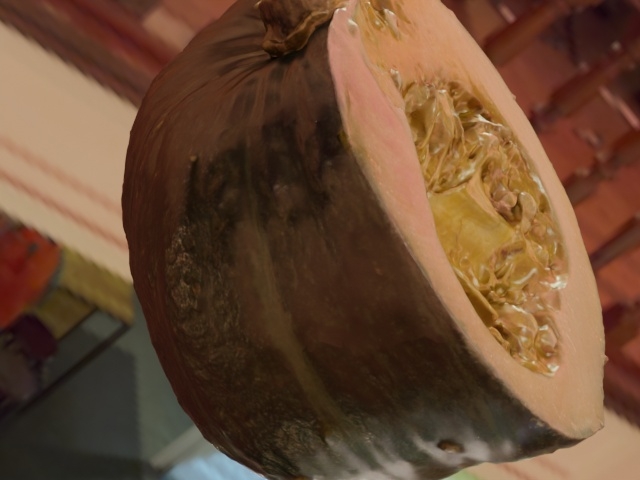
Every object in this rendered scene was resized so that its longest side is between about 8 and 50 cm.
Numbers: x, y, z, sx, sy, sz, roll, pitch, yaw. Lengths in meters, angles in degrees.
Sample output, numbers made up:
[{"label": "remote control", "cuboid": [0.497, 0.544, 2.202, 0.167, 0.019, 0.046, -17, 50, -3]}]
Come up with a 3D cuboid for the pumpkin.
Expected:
[{"label": "pumpkin", "cuboid": [0.000, 0.000, 0.878, 0.263, 0.197, 0.293, 55, 21, -19]}]
